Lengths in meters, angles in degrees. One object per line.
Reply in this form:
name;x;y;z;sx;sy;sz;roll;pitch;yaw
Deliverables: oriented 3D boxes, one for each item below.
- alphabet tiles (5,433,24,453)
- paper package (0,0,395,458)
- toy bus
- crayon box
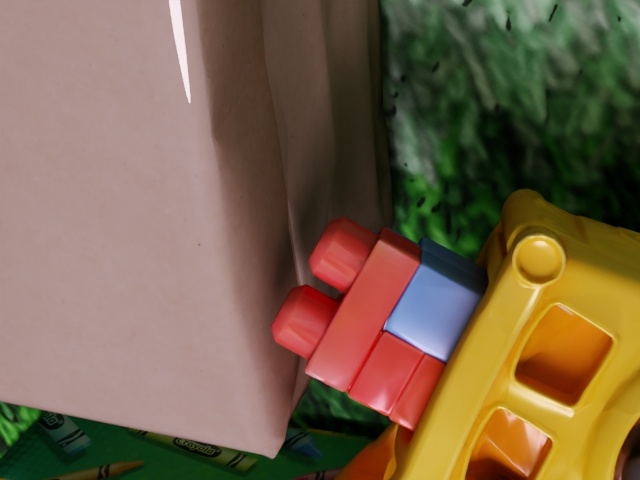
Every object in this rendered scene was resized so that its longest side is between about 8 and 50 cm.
alphabet tiles;-0.064;0.171;1.058;0.237;0.009;0.198;44;138;-3
paper package;-0.147;-0.092;0.750;0.325;0.168;0.309;9;128;21
toy bus;0.071;0.087;0.698;0.211;0.149;0.220;25;101;-3
crayon box;-0.034;0.185;0.979;0.278;0.081;0.165;4;126;34
